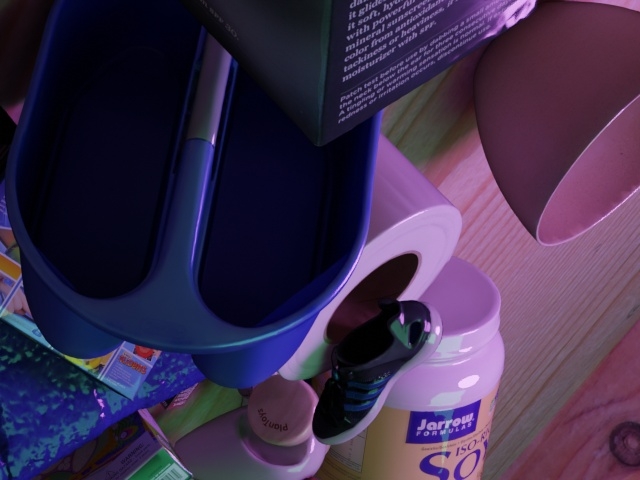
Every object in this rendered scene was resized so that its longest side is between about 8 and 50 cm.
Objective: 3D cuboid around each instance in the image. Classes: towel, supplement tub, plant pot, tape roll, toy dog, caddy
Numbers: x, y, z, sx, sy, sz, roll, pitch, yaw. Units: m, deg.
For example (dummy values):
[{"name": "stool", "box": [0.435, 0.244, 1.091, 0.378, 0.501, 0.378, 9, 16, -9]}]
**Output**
[{"name": "towel", "box": [-0.191, 0.044, 1.212, 0.308, 0.076, 0.227, -28, 114, -29]}, {"name": "supplement tub", "box": [0.104, 0.200, 1.831, 0.241, 0.241, 0.331, -24, 132, -40]}, {"name": "plant pot", "box": [0.284, -0.159, 1.622, 0.284, 0.191, 0.284, -36, 157, -18]}, {"name": "tape roll", "box": [0.000, 0.000, 1.455, 0.246, 0.169, 0.246, -35, 157, -17]}, {"name": "toy dog", "box": [-0.114, 0.291, 1.690, 0.334, 0.161, 0.220, -32, 156, 23]}, {"name": "caddy", "box": [-0.084, -0.063, 1.001, 0.179, 0.241, 0.341, 110, -10, -59]}]

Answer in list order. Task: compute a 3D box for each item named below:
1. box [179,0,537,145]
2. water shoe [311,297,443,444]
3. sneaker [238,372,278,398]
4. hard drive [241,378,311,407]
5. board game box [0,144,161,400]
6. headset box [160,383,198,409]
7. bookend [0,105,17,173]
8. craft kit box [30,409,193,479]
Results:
[{"name": "box", "box": [-0.022, -0.265, 0.746, 0.183, 0.296, 0.294, -34, 156, -21]}, {"name": "water shoe", "box": [0.037, 0.127, 1.462, 0.080, 0.073, 0.203, 19, 123, -35]}, {"name": "sneaker", "box": [-0.085, 0.128, 1.694, 0.093, 0.088, 0.225, -8, 154, -11]}, {"name": "hard drive", "box": [0.023, 0.179, 2.007, 0.319, 0.040, 0.210, -32, 156, -26]}, {"name": "board game box", "box": [-0.193, 0.021, 1.137, 0.201, 0.035, 0.136, 39, 75, -34]}, {"name": "headset box", "box": [-0.162, 0.141, 1.579, 0.032, 0.062, 0.083, -7, 138, -56]}, {"name": "bookend", "box": [-0.308, -0.044, 0.963, 0.156, 0.072, 0.157, -49, 158, 15]}, {"name": "craft kit box", "box": [-0.264, 0.216, 1.305, 0.250, 0.246, 0.061, -42, 126, -4]}]
